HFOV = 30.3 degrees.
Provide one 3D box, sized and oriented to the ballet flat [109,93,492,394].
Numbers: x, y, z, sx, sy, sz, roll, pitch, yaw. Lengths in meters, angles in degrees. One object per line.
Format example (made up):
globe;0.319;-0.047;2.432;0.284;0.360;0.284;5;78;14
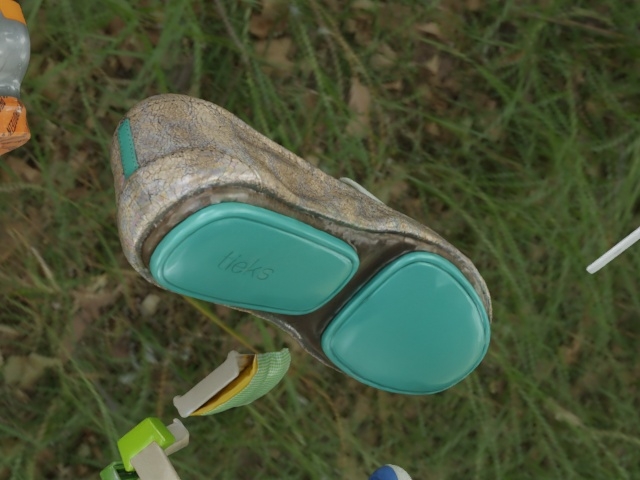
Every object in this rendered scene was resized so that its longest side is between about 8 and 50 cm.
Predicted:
ballet flat;0.000;0.000;0.662;0.107;0.106;0.316;-39;145;12

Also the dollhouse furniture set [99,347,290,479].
dollhouse furniture set;-0.075;0.135;0.772;0.151;0.058;0.076;-39;160;17

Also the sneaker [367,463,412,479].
sneaker;0.011;0.215;0.796;0.084;0.058;0.152;25;66;-21

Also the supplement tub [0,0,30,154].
supplement tub;-0.328;-0.204;0.851;0.193;0.193;0.316;-17;92;-30

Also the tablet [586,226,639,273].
tablet;0.351;0.012;1.400;0.083;0.006;0.054;-40;163;11
